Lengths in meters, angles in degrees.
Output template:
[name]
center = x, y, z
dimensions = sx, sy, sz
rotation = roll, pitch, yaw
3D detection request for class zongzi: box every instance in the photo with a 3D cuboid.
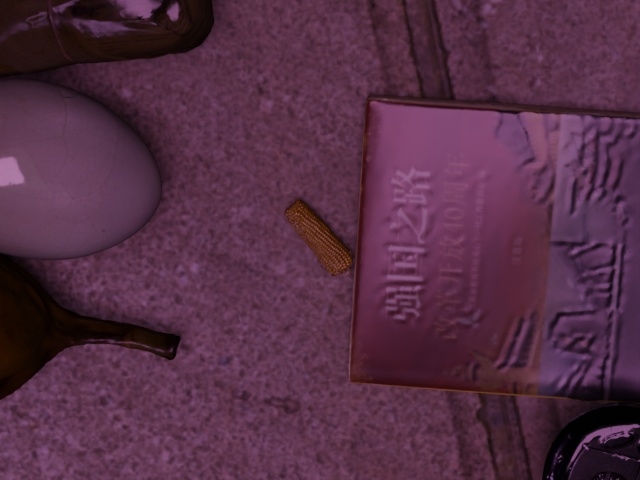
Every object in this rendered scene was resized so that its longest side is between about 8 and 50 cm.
[zongzi]
center = -0.248, -0.274, 1.395
dimensions = 0.300, 0.145, 0.273
rotation = -7, 96, 19

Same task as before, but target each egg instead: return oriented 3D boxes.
[egg]
center = -0.236, -0.059, 1.422
dimensions = 0.209, 0.151, 0.151
rotation = 10, 104, -25

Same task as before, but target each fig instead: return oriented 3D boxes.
[fig]
center = -0.289, 0.100, 1.463
dimensions = 0.290, 0.190, 0.190
rotation = 27, 103, -20

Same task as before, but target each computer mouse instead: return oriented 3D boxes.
[computer mouse]
center = 0.307, 0.215, 1.477
dimensions = 0.233, 0.096, 0.137
rotation = 17, 110, -5

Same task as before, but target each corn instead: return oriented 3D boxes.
[corn]
center = 0.000, 0.000, 1.485
dimensions = 0.083, 0.027, 0.028
rotation = 49, 133, -5

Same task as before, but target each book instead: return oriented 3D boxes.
[book]
center = 0.217, 0.013, 1.474
dimensions = 0.374, 0.028, 0.262
rotation = 4, 104, 3
